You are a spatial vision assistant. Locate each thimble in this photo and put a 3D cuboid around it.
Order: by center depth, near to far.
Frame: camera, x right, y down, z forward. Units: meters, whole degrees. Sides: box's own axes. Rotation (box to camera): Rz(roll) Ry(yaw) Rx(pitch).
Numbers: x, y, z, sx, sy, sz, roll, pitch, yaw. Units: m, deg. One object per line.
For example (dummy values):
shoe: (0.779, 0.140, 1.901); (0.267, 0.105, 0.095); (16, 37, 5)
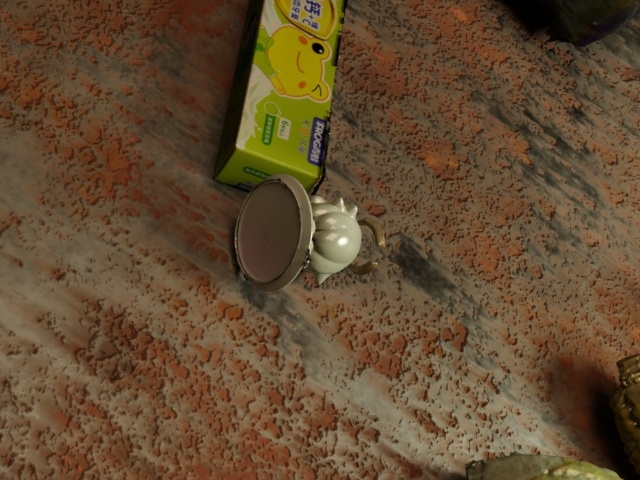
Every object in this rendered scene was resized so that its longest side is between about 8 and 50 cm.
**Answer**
thimble: (0.237, 0.310, 1.180); (0.190, 0.137, 0.143); (17, 55, -6)

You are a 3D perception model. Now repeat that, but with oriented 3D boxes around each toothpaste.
toothpaste: (-0.042, -0.198, 1.356); (0.110, 0.077, 0.327); (18, 56, -16)

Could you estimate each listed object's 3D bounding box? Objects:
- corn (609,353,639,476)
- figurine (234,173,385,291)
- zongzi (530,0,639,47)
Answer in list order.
corn: (0.457, 0.285, 1.321); (0.130, 0.130, 0.347); (-26, 81, -36)
figurine: (0.000, 0.000, 1.252); (0.154, 0.132, 0.132); (9, 59, -40)
zongzi: (0.393, -0.536, 1.688); (0.403, 0.208, 0.432); (46, 58, 4)
